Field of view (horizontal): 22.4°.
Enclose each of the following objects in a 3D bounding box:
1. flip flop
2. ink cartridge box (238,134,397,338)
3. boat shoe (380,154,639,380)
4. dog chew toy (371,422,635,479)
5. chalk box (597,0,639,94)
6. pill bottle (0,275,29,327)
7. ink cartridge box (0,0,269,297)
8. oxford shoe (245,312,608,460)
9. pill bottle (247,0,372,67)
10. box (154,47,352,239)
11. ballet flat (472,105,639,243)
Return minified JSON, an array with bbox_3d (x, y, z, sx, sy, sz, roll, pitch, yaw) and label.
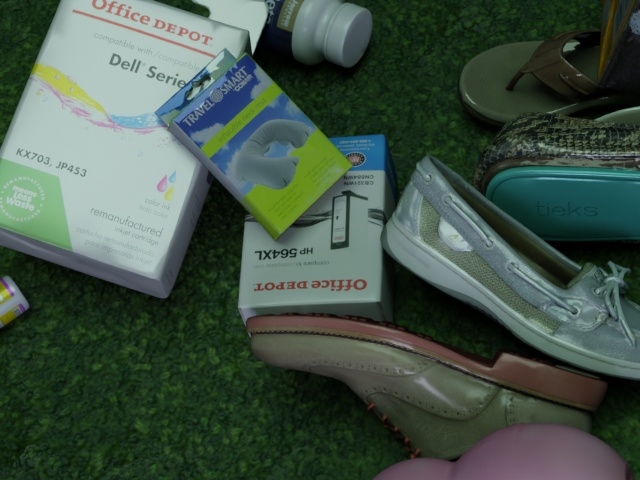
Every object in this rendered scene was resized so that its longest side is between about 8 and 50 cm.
[{"bbox_3d":[0.284,-0.184,1.731,0.277,0.080,0.112,-2,59,9],"label":"flip flop"},{"bbox_3d":[0.000,0.000,1.669,0.148,0.086,0.203,-3,57,9],"label":"ink cartridge box"},{"bbox_3d":[0.213,0.033,1.560,0.320,0.118,0.103,30,111,17],"label":"boat shoe"},{"bbox_3d":[0.115,0.277,1.417,0.331,0.206,0.207,-13,57,15],"label":"dog chew toy"},{"bbox_3d":[0.447,-0.246,1.651,0.289,0.180,0.179,11,52,-3],"label":"chalk box"},{"bbox_3d":[-0.353,0.077,1.715,0.083,0.043,0.043,-35,59,-12],"label":"pill bottle"},{"bbox_3d":[-0.199,-0.141,1.702,0.207,0.119,0.353,18,77,4],"label":"ink cartridge box"},{"bbox_3d":[0.086,0.149,1.528,0.348,0.123,0.130,13,90,13],"label":"oxford shoe"},{"bbox_3d":[-0.031,-0.253,1.826,0.169,0.094,0.094,22,65,22],"label":"pill bottle"},{"bbox_3d":[-0.067,-0.102,1.622,0.178,0.042,0.109,46,74,-1],"label":"box"},{"bbox_3d":[0.397,-0.062,1.604,0.482,0.164,0.182,10,43,19],"label":"ballet flat"}]
